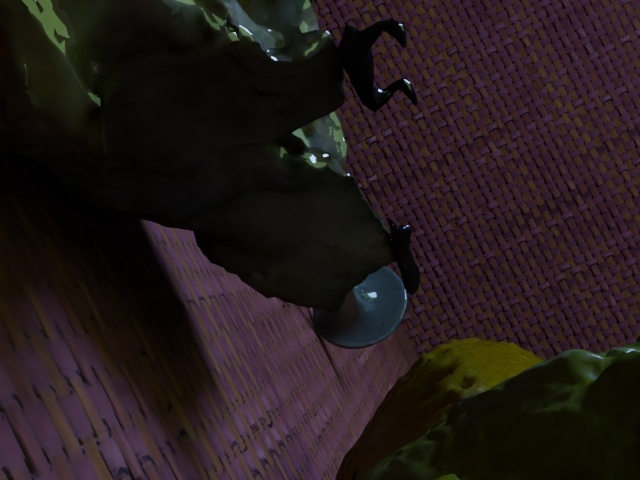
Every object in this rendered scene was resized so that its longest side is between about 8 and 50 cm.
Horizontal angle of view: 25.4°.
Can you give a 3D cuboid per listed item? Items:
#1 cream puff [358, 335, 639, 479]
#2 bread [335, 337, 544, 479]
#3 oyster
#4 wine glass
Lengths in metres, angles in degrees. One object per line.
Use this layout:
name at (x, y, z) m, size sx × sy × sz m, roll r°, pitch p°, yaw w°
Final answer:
cream puff at (0.134, 0.153, 0.444) m, size 0.281 × 0.282 × 0.185 m, roll 63°, pitch 9°, yaw -3°
bread at (0.091, 0.161, 0.656) m, size 0.240 × 0.139 × 0.240 m, roll 63°, pitch 4°, yaw -7°
oyster at (-0.039, -0.056, 0.481) m, size 0.337 × 0.133 × 0.197 m, roll -11°, pitch 76°, yaw -84°
wine glass at (0.000, 0.000, 1.008) m, size 0.079 × 0.079 × 0.195 m, roll 66°, pitch 3°, yaw 37°
